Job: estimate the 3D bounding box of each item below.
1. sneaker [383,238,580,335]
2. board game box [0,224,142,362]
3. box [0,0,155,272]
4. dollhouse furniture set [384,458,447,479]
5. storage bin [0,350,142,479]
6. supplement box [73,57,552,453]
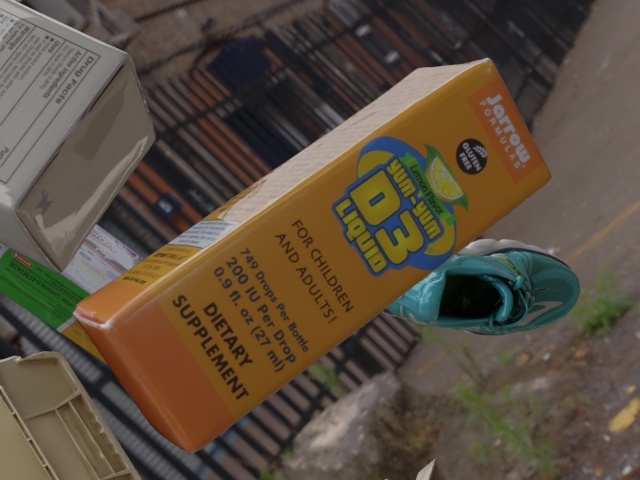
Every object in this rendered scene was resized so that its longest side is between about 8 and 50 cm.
[{"bbox_3d":[0.168,0.059,1.045,0.110,0.275,0.107,25,107,50],"label":"sneaker"},{"bbox_3d":[-0.356,0.020,1.407,0.064,0.242,0.316,-50,15,6],"label":"board game box"},{"bbox_3d":[-0.297,-0.117,0.790,0.148,0.311,0.121,-57,-14,-20],"label":"box"},{"bbox_3d":[0.105,0.214,0.903,0.081,0.091,0.114,-18,19,26],"label":"dollhouse furniture set"},{"bbox_3d":[-0.386,0.313,1.324,0.262,0.260,0.123,-39,-10,26],"label":"storage bin"},{"bbox_3d":[0.000,0.000,0.519,0.233,0.078,0.080,-37,14,-20],"label":"supplement box"}]
